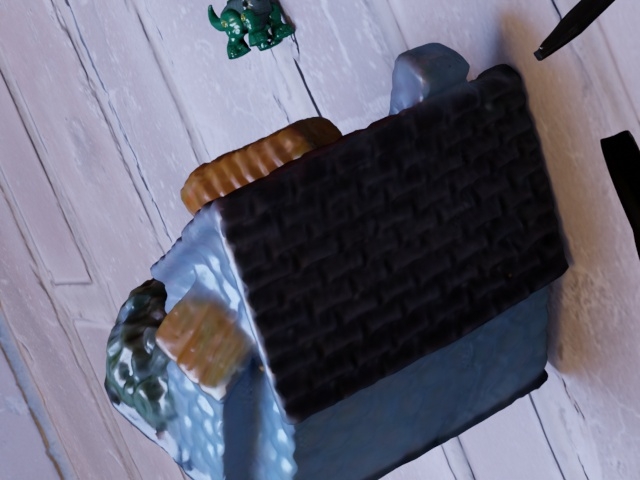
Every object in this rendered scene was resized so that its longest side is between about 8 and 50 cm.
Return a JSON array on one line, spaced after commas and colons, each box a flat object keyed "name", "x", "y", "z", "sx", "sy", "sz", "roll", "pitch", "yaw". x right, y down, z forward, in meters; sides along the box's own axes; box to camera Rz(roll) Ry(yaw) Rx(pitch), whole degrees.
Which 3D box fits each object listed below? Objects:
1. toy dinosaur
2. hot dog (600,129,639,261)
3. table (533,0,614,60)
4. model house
[{"name": "toy dinosaur", "x": -0.076, "y": -0.235, "z": 1.969, "sx": 0.132, "sy": 0.059, "sz": 0.096, "roll": -21, "pitch": 87, "yaw": 56}, {"name": "hot dog", "x": 0.316, "y": 0.065, "z": 1.423, "sx": 0.194, "sy": 0.107, "sz": 0.326, "roll": -111, "pitch": -4, "yaw": -51}, {"name": "table", "x": 0.192, "y": -0.297, "z": 1.169, "sx": 0.317, "sy": 0.249, "sz": 0.317, "roll": 43, "pitch": 149, "yaw": 35}, {"name": "model house", "x": 0.000, "y": 0.000, "z": 1.699, "sx": 0.297, "sy": 0.360, "sz": 0.339, "roll": 46, "pitch": 149, "yaw": 34}]
